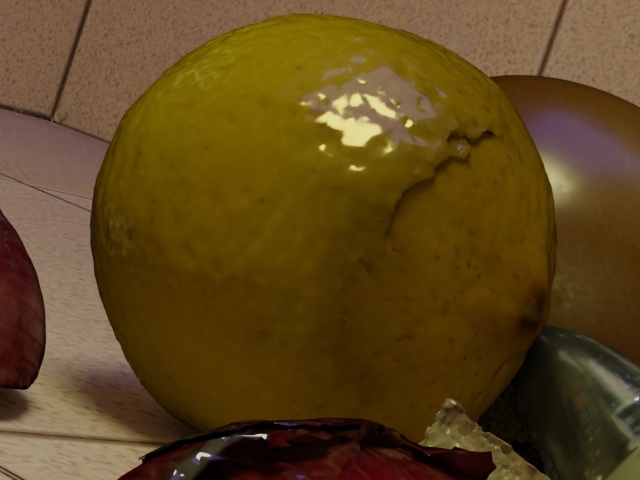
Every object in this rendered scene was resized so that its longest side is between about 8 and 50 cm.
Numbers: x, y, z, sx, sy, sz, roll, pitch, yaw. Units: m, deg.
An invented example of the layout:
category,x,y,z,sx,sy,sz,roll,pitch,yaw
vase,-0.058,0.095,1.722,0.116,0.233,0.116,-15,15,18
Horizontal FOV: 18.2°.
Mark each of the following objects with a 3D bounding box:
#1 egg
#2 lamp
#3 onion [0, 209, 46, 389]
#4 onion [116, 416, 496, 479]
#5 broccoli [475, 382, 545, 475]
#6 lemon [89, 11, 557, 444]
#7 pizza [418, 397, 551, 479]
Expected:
category,x,y,z,sx,sy,sz,roll,pitch,yaw
egg,0.174,0.025,1.500,0.351,0.282,0.282,29,5,5
lamp,0.187,0.133,1.148,0.101,0.101,0.250,14,30,-45
onion,-0.261,0.002,1.033,0.227,0.120,0.283,15,3,15
onion,0.006,0.133,0.449,0.184,0.147,0.184,16,48,-18
broccoli,0.134,0.121,1.286,0.120,0.130,0.131,-21,31,11
lemon,0.001,0.000,1.170,0.293,0.293,0.293,18,4,-1
pizza,0.103,0.162,0.891,0.188,0.080,0.204,42,-3,7
